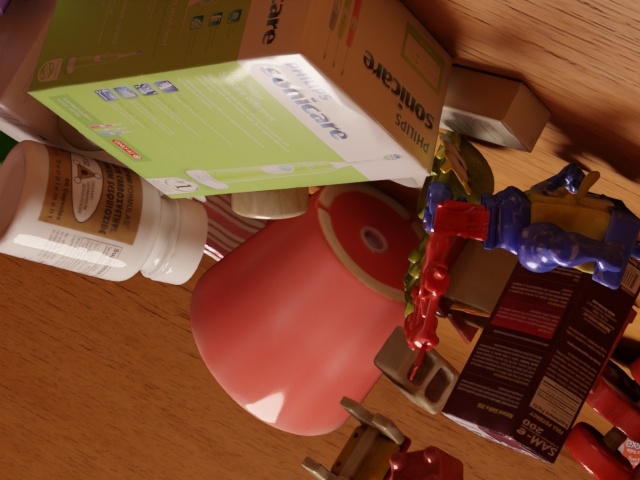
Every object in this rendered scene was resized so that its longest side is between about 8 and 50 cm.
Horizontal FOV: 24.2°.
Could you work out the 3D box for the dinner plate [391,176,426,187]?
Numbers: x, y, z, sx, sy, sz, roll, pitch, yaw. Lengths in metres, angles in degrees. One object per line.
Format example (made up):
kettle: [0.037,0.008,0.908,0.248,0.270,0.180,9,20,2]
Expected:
dinner plate: [0.075,-0.091,1.711,0.141,0.017,0.141,29,172,4]

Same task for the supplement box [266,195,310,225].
supplement box: [0.000,0.000,2.252,0.104,0.081,0.188,22,168,41]

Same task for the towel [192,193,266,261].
towel: [-0.131,-0.057,2.081,0.144,0.197,0.029,32,137,-24]

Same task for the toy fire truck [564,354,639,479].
toy fire truck: [0.443,0.236,2.060,0.302,0.169,0.254,34,-166,-26]

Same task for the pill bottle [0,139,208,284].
pill bottle: [-0.252,-0.024,1.707,0.229,0.131,0.131,16,178,-29]

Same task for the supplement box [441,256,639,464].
supplement box: [0.237,0.102,1.561,0.073,0.239,0.130,33,171,-27]

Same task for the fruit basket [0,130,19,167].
fruit basket: [-0.403,-0.069,2.641,0.392,0.283,0.392,41,163,15]

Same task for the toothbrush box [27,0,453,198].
toothbrush box: [-0.065,-0.138,1.251,0.283,0.122,0.206,-2,154,35]

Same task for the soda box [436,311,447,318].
soda box: [0.128,0.051,2.211,0.169,0.060,0.053,30,173,-13]

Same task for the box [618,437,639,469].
box: [0.570,0.349,2.298,0.257,0.128,0.123,36,169,-37]

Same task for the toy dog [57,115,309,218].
toy dog: [-0.116,-0.132,1.626,0.334,0.220,0.161,33,-154,28]

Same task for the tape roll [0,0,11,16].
tape roll: [-0.418,-0.333,1.664,0.189,0.080,0.189,28,170,5]

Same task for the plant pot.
plant pot: [0.006,0.070,1.897,0.275,0.275,0.243,26,128,-23]

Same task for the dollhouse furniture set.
dollhouse furniture set: [0.179,0.176,1.752,0.201,0.374,0.152,24,166,40]

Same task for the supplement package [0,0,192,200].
supplement package: [-0.278,-0.174,1.813,0.293,0.175,0.177,35,168,-39]

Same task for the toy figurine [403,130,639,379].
toy figurine: [0.195,0.012,1.330,0.217,0.191,0.362,9,-171,1]

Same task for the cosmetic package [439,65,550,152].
cosmetic package: [0.134,-0.117,1.284,0.115,0.041,0.060,21,169,41]
